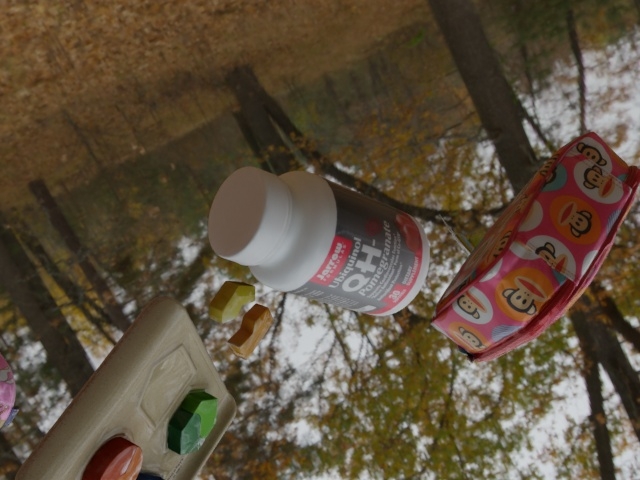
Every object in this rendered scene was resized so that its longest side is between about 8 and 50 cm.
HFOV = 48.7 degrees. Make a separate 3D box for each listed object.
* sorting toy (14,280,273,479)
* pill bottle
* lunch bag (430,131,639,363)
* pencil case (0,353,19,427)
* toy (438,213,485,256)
[{"bbox_3d":[-0.141,0.161,0.712,0.041,0.229,0.307,18,-122,26],"label":"sorting toy"},{"bbox_3d":[0.000,0.000,1.045,0.319,0.176,0.176,19,157,-40],"label":"pill bottle"},{"bbox_3d":[0.264,0.017,0.920,0.293,0.120,0.258,-48,175,-28],"label":"lunch bag"},{"bbox_3d":[-0.642,0.248,1.017,0.160,0.167,0.386,-36,162,25],"label":"pencil case"},{"bbox_3d":[0.301,0.034,1.281,0.056,0.137,0.237,-34,-154,10],"label":"toy"}]
